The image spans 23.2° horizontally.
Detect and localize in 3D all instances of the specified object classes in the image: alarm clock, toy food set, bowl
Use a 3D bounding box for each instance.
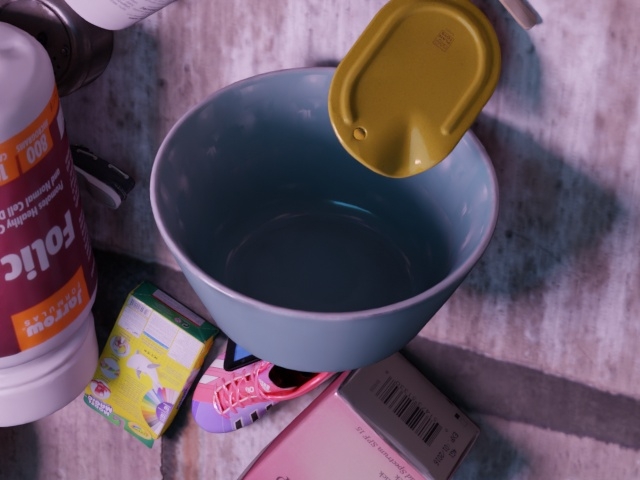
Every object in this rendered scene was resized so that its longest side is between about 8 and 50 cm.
[{"bbox_3d":[-0.283,-0.194,1.611,0.129,0.064,0.192,14,122,20],"label":"alarm clock"},{"bbox_3d":[0.091,-0.154,1.412,0.128,0.071,0.218,38,80,-5],"label":"toy food set"},{"bbox_3d":[0.000,0.000,1.447,0.312,0.311,0.163,23,141,15],"label":"bowl"}]

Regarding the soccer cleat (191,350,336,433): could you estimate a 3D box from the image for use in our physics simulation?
[{"bbox_3d":[-0.059,0.145,1.640,0.248,0.095,0.083,-32,95,33],"label":"soccer cleat"}]

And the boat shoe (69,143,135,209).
[{"bbox_3d":[-0.254,-0.081,1.663,0.125,0.038,0.046,31,152,19],"label":"boat shoe"}]

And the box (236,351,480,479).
[{"bbox_3d":[0.027,0.239,1.624,0.148,0.127,0.232,43,125,1],"label":"box"}]

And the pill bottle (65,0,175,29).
[{"bbox_3d":[-0.135,-0.297,1.441,0.229,0.131,0.131,-23,102,33],"label":"pill bottle"}]

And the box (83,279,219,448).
[{"bbox_3d":[-0.193,0.143,1.740,0.105,0.043,0.179,34,122,8],"label":"box"}]

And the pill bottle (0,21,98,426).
[{"bbox_3d":[-0.352,-0.009,1.603,0.224,0.224,0.392,12,133,21],"label":"pill bottle"}]

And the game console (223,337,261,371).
[{"bbox_3d":[-0.058,0.047,1.596,0.144,0.085,0.124,-23,100,33],"label":"game console"}]
